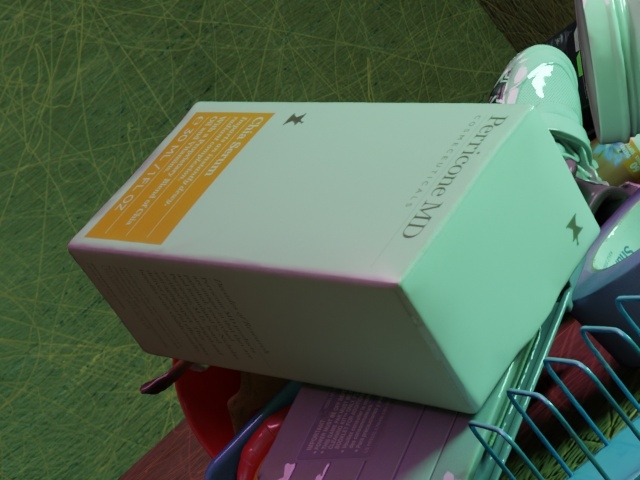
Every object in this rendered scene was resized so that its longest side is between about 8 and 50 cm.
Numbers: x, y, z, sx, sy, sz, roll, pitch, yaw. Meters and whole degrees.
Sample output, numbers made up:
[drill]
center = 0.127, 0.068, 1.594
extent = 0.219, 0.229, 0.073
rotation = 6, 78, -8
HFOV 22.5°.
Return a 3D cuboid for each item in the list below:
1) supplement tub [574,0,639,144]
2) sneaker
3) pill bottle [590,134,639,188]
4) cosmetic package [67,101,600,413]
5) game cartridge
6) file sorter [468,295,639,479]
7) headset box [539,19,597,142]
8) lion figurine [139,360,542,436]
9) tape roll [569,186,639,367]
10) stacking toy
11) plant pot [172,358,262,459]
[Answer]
[supplement tub]
center = 0.430, -0.217, 1.657
extent = 0.316, 0.228, 0.228
rotation = -9, 9, 7
[sneaker]
center = 0.294, -0.083, 1.894
extent = 0.210, 0.137, 0.365
rotation = -27, 50, 59
[pill bottle]
center = 0.347, -0.053, 2.060
extent = 0.216, 0.121, 0.121
rotation = -38, 4, 17
[cosmetic package]
center = 0.000, 0.000, 1.495
extent = 0.453, 0.161, 0.230
rotation = 5, 47, 45
[game cartridge]
center = 0.086, 0.133, 1.439
extent = 0.230, 0.068, 0.355
rotation = -11, 36, 39
[file sorter]
center = 0.216, 0.132, 1.242
extent = 0.170, 0.104, 0.118
rotation = -38, 4, -9
[headset box]
center = 0.441, -0.214, 2.102
extent = 0.246, 0.131, 0.283
rotation = 9, -24, -29
[lion figurine]
center = 0.029, 0.131, 1.675
extent = 0.240, 0.392, 0.142
rotation = 124, 148, -52
[tape roll]
center = 0.353, -0.007, 1.513
extent = 0.275, 0.090, 0.275
rotation = -44, 5, 5
[stacking toy]
center = 0.014, 0.256, 1.499
extent = 0.175, 0.166, 0.302
rotation = -46, 15, 0
[plant pot]
center = -0.011, 0.157, 2.056
extent = 0.243, 0.275, 0.275
rotation = -28, -5, -45
